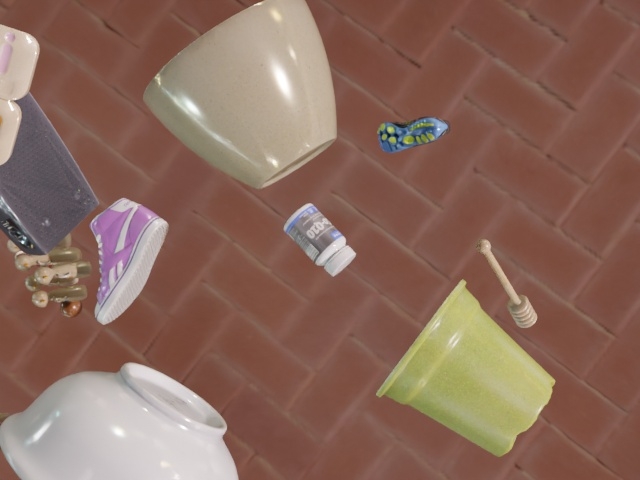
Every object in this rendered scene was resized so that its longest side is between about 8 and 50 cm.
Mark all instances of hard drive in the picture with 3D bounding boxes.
[{"bbox_3d":[-0.412,-0.114,1.119,0.054,0.172,0.255,-21,111,24],"label":"hard drive"}]

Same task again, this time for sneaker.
[{"bbox_3d":[-0.464,0.039,1.895,0.161,0.102,0.282,31,100,12],"label":"sneaker"},{"bbox_3d":[0.194,-0.223,1.778,0.188,0.078,0.067,-3,96,48],"label":"sneaker"}]

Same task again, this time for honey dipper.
[{"bbox_3d":[0.239,0.055,1.094,0.030,0.161,0.030,-23,38,20],"label":"honey dipper"}]

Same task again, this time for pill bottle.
[{"bbox_3d":[0.000,0.000,1.654,0.078,0.078,0.137,-45,79,3],"label":"pill bottle"}]

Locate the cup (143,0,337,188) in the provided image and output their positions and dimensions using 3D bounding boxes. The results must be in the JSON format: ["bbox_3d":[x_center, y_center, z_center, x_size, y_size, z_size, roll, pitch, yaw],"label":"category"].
[{"bbox_3d":[-0.105,-0.231,1.471,0.331,0.331,0.237,-32,90,5],"label":"cup"}]

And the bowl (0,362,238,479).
[{"bbox_3d":[-0.202,0.235,0.975,0.298,0.298,0.134,33,89,10],"label":"bowl"}]

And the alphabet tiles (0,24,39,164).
[{"bbox_3d":[-0.433,-0.177,0.833,0.284,0.021,0.278,16,101,-9],"label":"alphabet tiles"}]

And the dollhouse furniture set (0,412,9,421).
[{"bbox_3d":[-0.470,0.287,1.006,0.144,0.123,0.151,1,91,16],"label":"dollhouse furniture set"}]

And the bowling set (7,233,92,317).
[{"bbox_3d":[-0.650,0.107,2.031,0.154,0.287,0.200,-8,109,-26],"label":"bowling set"}]

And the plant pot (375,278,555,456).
[{"bbox_3d":[0.287,0.258,1.589,0.254,0.276,0.276,37,91,11],"label":"plant pot"}]
